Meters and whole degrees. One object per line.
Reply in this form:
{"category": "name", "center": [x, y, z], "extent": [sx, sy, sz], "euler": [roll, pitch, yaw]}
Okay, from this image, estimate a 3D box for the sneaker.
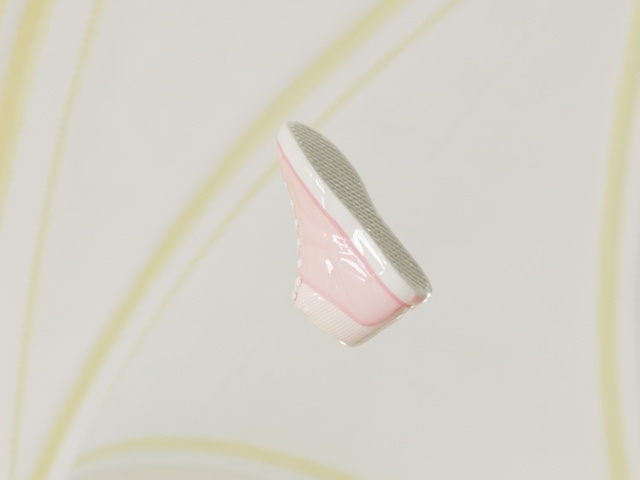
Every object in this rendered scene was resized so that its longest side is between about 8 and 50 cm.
{"category": "sneaker", "center": [0.000, 0.000, 0.986], "extent": [0.070, 0.134, 0.051], "euler": [-45, -24, 25]}
